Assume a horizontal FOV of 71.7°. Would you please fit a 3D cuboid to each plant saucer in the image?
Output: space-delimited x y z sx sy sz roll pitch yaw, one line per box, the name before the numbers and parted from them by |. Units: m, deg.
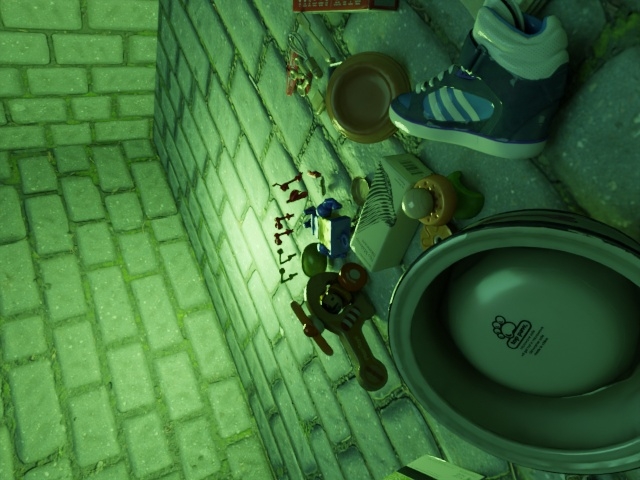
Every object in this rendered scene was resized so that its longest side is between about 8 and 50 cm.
plant saucer | 0.111 -0.133 1.187 0.083 0.015 0.084 30 126 52
plant saucer | 0.102 -0.317 0.991 0.199 0.037 0.200 6 109 18

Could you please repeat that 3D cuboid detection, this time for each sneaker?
sneaker | 0.249 -0.288 0.741 0.322 0.130 0.237 34 139 43

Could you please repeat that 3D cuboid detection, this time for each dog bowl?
dog bowl | 0.316 0.135 0.660 0.407 0.150 0.409 14 121 24

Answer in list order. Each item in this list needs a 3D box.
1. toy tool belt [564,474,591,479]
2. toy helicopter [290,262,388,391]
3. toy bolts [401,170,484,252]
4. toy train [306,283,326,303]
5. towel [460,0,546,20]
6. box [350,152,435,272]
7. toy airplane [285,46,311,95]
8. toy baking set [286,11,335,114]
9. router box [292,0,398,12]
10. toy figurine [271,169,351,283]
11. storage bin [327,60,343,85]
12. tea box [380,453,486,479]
toy tool belt | 0.467 0.432 0.779 0.051 0.052 0.084 -24 83 29
toy helicopter | 0.061 0.244 1.203 0.355 0.234 0.140 62 147 24
toy bolts | 0.243 0.006 0.868 0.229 0.158 0.218 55 144 33
toy train | 0.004 0.218 1.489 0.125 0.046 0.167 -34 69 60
towel | 0.284 -0.481 0.715 0.283 0.049 0.187 65 147 20
box | 0.165 -0.060 1.042 0.113 0.094 0.275 53 142 36
toy airplane | -0.068 -0.498 1.335 0.151 0.028 0.151 36 134 50
toy baking set | -0.025 -0.463 1.198 0.196 0.030 0.256 41 151 24
router box | 0.051 -0.682 0.998 0.335 0.082 0.302 35 131 50
toy figurine | 0.000 0.000 1.273 0.217 0.191 0.363 30 128 46
storage bin | 0.081 -0.360 1.070 0.098 0.091 0.135 20 119 56
tea box | 0.236 0.743 1.016 0.220 0.323 0.330 -20 84 61
